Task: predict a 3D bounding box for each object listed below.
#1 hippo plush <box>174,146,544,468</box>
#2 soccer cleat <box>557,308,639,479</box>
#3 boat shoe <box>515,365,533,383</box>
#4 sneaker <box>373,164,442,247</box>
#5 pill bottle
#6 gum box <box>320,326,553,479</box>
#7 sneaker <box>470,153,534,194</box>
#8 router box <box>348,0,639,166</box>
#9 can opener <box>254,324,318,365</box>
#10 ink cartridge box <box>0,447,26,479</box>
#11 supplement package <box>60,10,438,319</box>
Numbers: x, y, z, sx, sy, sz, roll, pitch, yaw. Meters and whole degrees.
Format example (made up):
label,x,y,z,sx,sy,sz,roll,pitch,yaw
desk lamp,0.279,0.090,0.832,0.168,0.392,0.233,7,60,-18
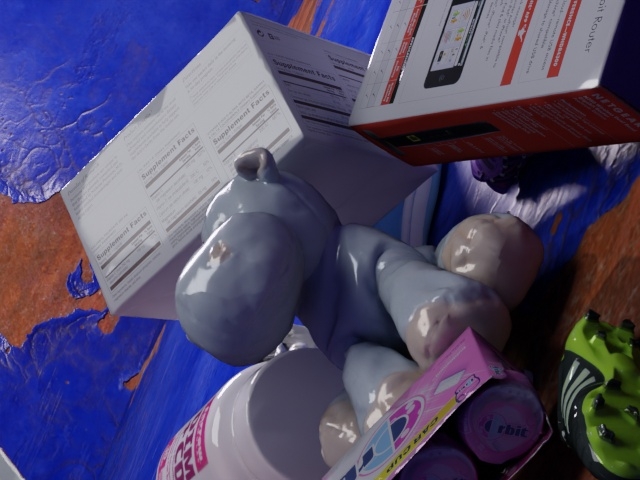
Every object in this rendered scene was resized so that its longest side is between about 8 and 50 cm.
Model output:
label,x,y,z,sx,sy,sz,roll,pitch,yaw
hippo plush,0.022,0.019,1.159,0.234,0.236,0.294,-54,6,45
soccer cleat,0.172,0.108,0.894,0.179,0.060,0.072,-77,4,-66
boat shoe,0.117,0.133,1.131,0.125,0.038,0.046,126,163,-49
sneaker,0.000,0.000,1.507,0.127,0.208,0.319,126,162,-46
pill bottle,-0.052,0.211,1.447,0.283,0.160,0.160,132,158,-59
gum box,0.072,0.151,0.997,0.188,0.062,0.107,-48,11,9
sneaker,0.168,-0.076,1.297,0.170,0.068,0.071,167,111,-87
router box,0.187,-0.232,1.175,0.301,0.082,0.335,-1,65,56
can opener,-0.054,0.221,1.738,0.095,0.076,0.283,77,-160,-47
ink cartridge box,-0.180,0.400,1.232,0.091,0.385,0.308,-6,-50,-52
supplement package,-0.067,-0.056,1.363,0.262,0.204,0.145,-40,62,27
